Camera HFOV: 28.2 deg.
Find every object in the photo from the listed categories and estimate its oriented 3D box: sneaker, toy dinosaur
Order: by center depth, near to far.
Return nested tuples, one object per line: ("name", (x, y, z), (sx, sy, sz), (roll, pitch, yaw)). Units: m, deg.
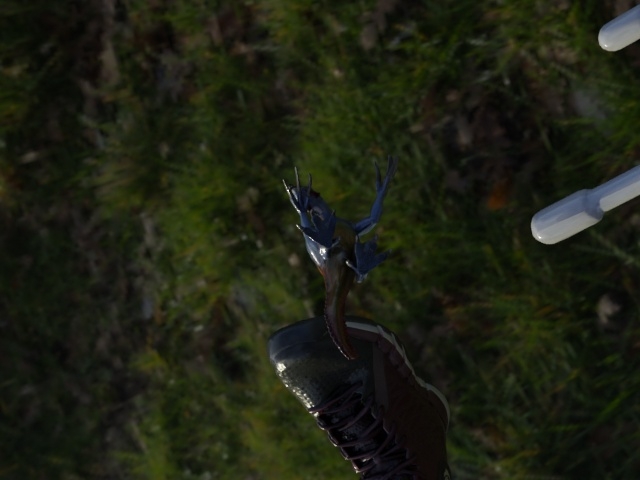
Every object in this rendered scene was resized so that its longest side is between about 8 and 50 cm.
("toy dinosaur", (0.000, 0.000, 0.543), (0.082, 0.047, 0.090), (168, 118, -81))
("sneaker", (0.056, 0.183, 1.168), (0.106, 0.281, 0.162), (-26, 53, 22))

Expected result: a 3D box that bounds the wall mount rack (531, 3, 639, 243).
("wall mount rack", (0.210, -0.158, 0.591), (0.130, 0.350, 0.304), (18, 130, 12))
